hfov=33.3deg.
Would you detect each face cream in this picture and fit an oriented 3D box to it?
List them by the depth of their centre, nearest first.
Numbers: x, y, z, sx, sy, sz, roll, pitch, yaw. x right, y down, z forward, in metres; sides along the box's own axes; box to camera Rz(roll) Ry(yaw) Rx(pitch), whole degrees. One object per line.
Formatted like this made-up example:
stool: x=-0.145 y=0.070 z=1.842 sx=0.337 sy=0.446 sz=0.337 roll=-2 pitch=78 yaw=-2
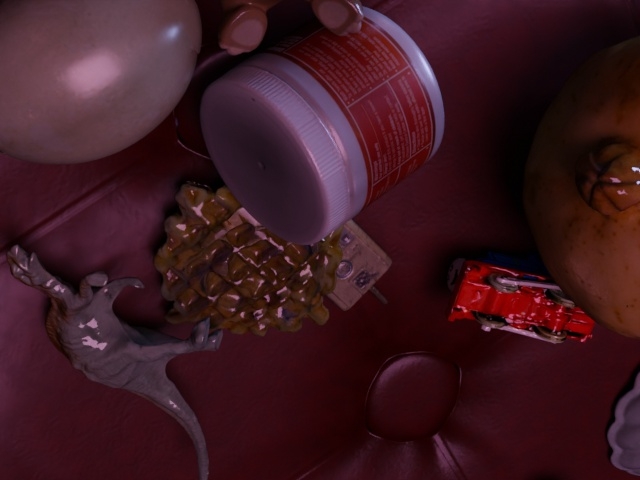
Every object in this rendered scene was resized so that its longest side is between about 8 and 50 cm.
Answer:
face cream: x=0.004 y=-0.125 z=1.143 sx=0.187 sy=0.201 sz=0.201 roll=-37 pitch=122 yaw=-28

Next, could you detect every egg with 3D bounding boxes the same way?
egg: x=-0.235 y=-0.176 z=1.061 sx=0.253 sy=0.186 sz=0.186 roll=-32 pitch=119 yaw=-3

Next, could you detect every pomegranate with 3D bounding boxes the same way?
pomegranate: x=0.402 y=-0.065 z=1.232 sx=0.410 sy=0.410 sz=0.410 roll=-8 pitch=114 yaw=-18

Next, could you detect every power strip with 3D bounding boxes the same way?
power strip: x=0.000 y=0.000 z=1.313 sx=0.092 sy=0.034 sz=0.268 roll=-46 pitch=120 yaw=2

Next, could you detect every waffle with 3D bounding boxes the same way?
waffle: x=-0.084 y=0.031 z=1.255 sx=0.223 sy=0.054 sz=0.204 roll=3 pitch=123 yaw=-11

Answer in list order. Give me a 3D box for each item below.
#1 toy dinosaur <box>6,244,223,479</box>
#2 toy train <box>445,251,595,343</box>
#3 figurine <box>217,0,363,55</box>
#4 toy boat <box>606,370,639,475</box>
toy dinosaur: x=-0.201 y=0.138 z=1.244 sx=0.205 sy=0.092 sz=0.393 roll=-9 pitch=130 yaw=14
toy train: x=0.262 y=0.070 z=1.398 sx=0.204 sy=0.131 sz=0.083 roll=12 pitch=113 yaw=-13
figurine: x=-0.067 y=-0.329 z=1.030 sx=0.177 sy=0.173 sz=0.247 roll=-10 pitch=72 yaw=1
toy boat: x=0.554 y=0.251 z=1.596 sx=0.199 sy=0.100 sz=0.290 roll=15 pitch=107 yaw=-26
